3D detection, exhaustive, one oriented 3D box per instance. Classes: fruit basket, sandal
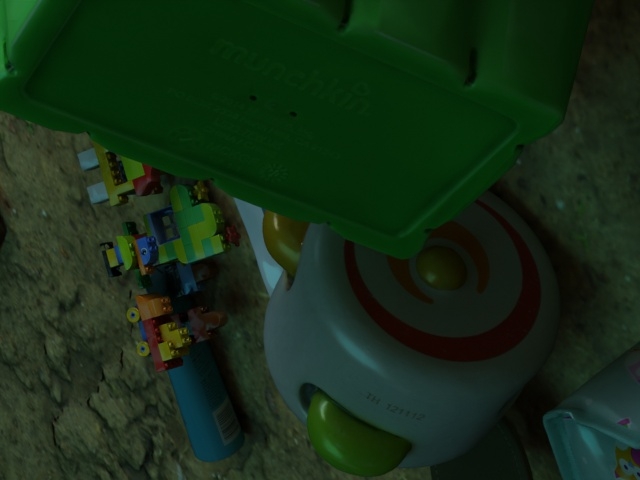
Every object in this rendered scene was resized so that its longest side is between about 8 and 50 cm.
[{"bbox_3d":[-0.033,-0.204,0.985,0.392,0.392,0.283,52,134,7],"label":"fruit basket"},{"bbox_3d":[0.123,0.152,1.232,0.088,0.079,0.240,-51,48,22],"label":"sandal"}]

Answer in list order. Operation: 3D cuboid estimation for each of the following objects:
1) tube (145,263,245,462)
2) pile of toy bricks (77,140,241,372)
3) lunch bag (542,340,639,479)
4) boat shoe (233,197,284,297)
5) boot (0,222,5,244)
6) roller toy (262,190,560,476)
[{"bbox_3d":[-0.125,0.113,1.504,0.052,0.080,0.207,-12,115,9],"label":"tube"},{"bbox_3d":[-0.122,0.000,1.399,0.105,0.118,0.212,-18,86,25],"label":"pile of toy bricks"},{"bbox_3d":[0.275,0.169,0.944,0.160,0.223,0.262,10,126,51],"label":"lunch bag"},{"bbox_3d":[0.000,0.000,1.247,0.084,0.095,0.258,-9,125,24],"label":"boat shoe"},{"bbox_3d":[-0.379,-0.036,1.707,0.087,0.042,0.118,52,144,16],"label":"boot"},{"bbox_3d":[0.065,0.049,1.123,0.209,0.191,0.146,68,152,26],"label":"roller toy"}]
